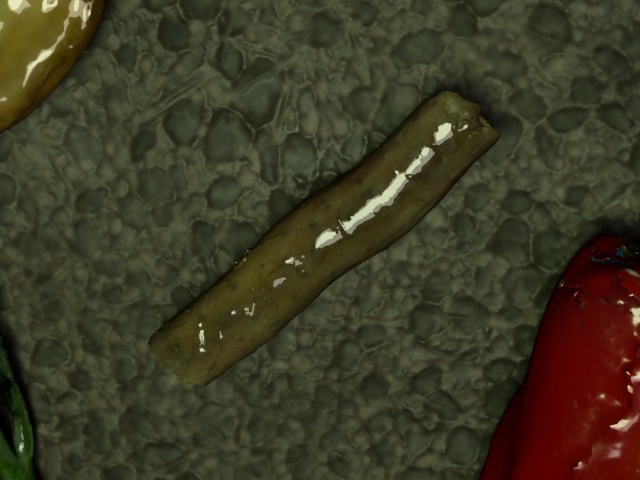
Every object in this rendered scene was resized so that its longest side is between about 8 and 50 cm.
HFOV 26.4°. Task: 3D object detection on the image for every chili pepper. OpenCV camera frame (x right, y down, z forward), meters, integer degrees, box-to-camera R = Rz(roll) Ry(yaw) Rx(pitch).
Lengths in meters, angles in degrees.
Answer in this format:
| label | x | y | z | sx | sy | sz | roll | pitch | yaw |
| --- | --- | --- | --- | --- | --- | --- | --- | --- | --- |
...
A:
| label | x | y | z | sx | sy | sz | roll | pitch | yaw |
| --- | --- | --- | --- | --- | --- | --- | --- | --- | --- |
| chili pepper | 0.158 | 0.111 | 0.772 | 0.110 | 0.110 | 0.387 | 16 | 114 | 0 |

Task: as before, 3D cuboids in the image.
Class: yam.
| label | x | y | z | sx | sy | sz | roll | pitch | yaw |
| --- | --- | --- | --- | --- | --- | --- | --- | --- | --- |
| yam | 0.000 | 0.000 | 0.775 | 0.241 | 0.057 | 0.057 | -40 | 101 | 17 |

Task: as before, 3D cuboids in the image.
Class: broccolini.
| label | x | y | z | sx | sy | sz | roll | pitch | yaw |
| --- | --- | --- | --- | --- | --- | --- | --- | --- | --- |
| broccolini | -0.207 | 0.107 | 0.821 | 0.091 | 0.068 | 0.202 | -30 | 105 | -6 |

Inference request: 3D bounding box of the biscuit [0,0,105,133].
| label | x | y | z | sx | sy | sz | roll | pitch | yaw |
| --- | --- | --- | --- | --- | --- | --- | --- | --- | --- |
| biscuit | -0.257 | -0.105 | 0.765 | 0.299 | 0.045 | 0.154 | -9 | 106 | 7 |
